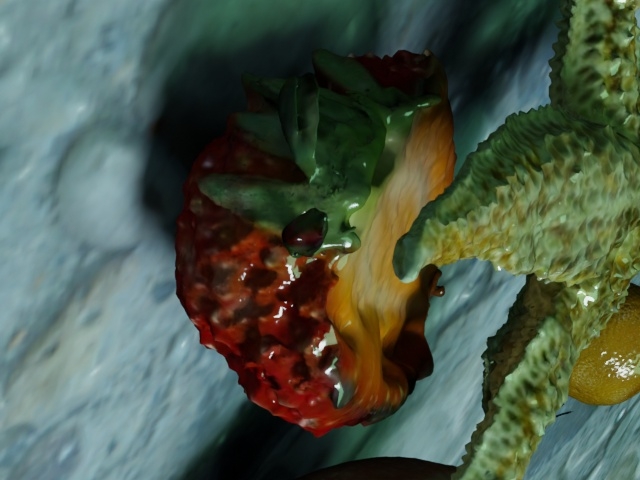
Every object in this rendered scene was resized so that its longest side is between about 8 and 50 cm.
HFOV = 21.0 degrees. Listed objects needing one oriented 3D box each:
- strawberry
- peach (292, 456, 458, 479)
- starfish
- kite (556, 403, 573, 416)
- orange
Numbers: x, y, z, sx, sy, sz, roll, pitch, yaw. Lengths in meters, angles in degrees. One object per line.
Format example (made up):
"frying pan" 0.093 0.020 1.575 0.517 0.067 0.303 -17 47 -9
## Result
"strawberry" -0.001 -0.002 0.624 0.192 0.085 0.140 -39 137 -68
"peach" 0.040 0.219 0.791 0.252 0.252 0.252 -44 154 -28
"starfish" 0.095 0.003 0.715 0.347 0.078 0.358 81 24 -65
"kite" 0.103 0.203 1.194 0.229 0.016 0.127 -57 160 8
"orange" 0.182 0.066 1.087 0.085 0.085 0.085 -44 154 -28
